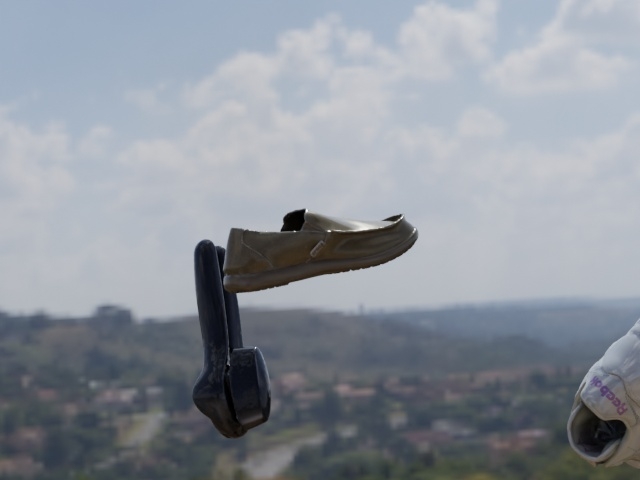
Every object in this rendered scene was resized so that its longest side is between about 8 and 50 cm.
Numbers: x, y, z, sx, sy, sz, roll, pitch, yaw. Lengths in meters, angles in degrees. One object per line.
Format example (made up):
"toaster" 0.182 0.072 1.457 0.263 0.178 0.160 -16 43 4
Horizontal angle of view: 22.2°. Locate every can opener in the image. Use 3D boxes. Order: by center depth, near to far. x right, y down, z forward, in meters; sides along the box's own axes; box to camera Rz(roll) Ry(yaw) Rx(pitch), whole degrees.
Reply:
"can opener" -0.085 0.088 1.466 0.073 0.186 0.059 -16 -26 9

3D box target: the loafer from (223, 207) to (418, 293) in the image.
"loafer" 0.000 0.000 1.145 0.148 0.050 0.056 -14 5 -23

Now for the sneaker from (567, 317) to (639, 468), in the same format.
"sneaker" 0.311 0.179 1.709 0.152 0.114 0.305 -38 -25 -11
